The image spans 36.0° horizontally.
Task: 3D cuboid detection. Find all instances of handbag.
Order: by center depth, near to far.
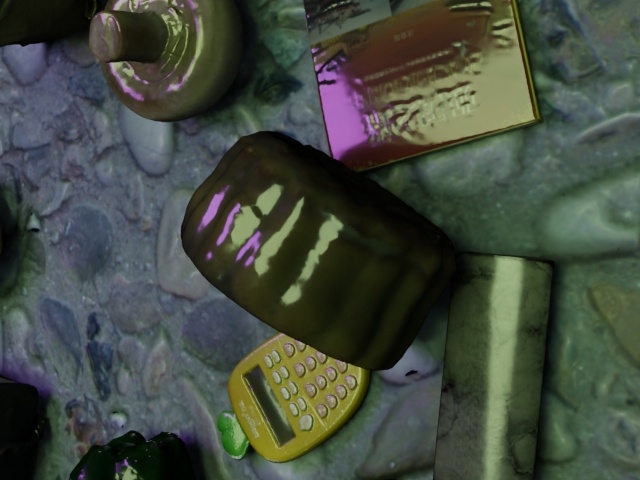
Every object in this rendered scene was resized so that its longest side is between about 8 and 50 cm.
[{"bbox_3d":[-0.517,0.305,1.422,0.181,0.181,0.254,12,97,33],"label":"handbag"}]

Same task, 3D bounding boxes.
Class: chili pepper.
[{"bbox_3d":[-0.241,0.380,1.266,0.165,0.174,0.261,0,86,6],"label":"chili pepper"}]

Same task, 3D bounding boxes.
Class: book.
[{"bbox_3d":[0.099,-0.283,1.164,0.263,0.028,0.374,-14,81,28],"label":"book"}]

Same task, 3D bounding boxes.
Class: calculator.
[{"bbox_3d":[-0.038,0.191,1.224,0.235,0.032,0.146,-38,70,23],"label":"calculator"}]

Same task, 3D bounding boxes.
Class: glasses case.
[{"bbox_3d":[0.189,0.164,1.071,0.114,0.060,0.299,5,91,31],"label":"glasses case"}]

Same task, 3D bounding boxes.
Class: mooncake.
[{"bbox_3d":[0.000,0.000,1.062,0.290,0.290,0.161,38,102,26],"label":"mooncake"}]

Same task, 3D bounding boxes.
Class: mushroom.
[{"bbox_3d":[-0.210,-0.252,1.239,0.207,0.215,0.207,3,97,27],"label":"mushroom"}]

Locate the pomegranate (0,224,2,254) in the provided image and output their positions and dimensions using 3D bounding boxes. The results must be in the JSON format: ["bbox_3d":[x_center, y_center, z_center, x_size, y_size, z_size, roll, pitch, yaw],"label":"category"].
[{"bbox_3d":[-0.592,-0.011,1.456,0.233,0.233,0.233,-1,87,31],"label":"pomegranate"}]

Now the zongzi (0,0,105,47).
[{"bbox_3d":[-0.482,-0.489,1.221,0.218,0.467,0.500,2,101,26],"label":"zongzi"}]
